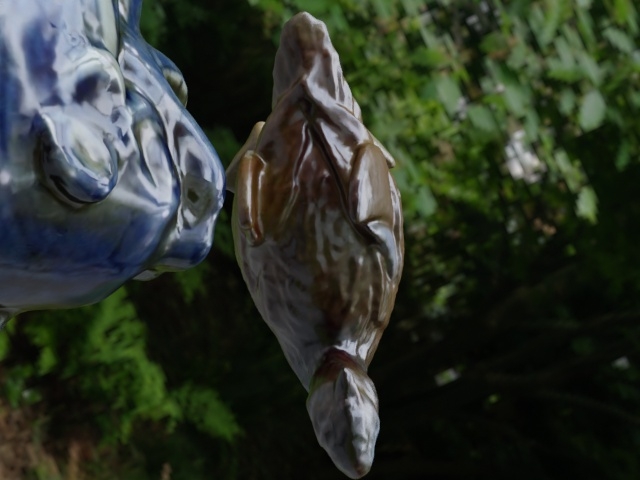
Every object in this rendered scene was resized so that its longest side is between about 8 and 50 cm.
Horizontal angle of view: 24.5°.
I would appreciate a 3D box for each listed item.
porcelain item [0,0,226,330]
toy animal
[{"bbox_3d":[-0.151,-0.069,0.320,0.288,0.138,0.186,10,46,-54],"label":"porcelain item"},{"bbox_3d":[0.000,0.000,0.660,0.179,0.089,0.188,-99,-178,-47],"label":"toy animal"}]
